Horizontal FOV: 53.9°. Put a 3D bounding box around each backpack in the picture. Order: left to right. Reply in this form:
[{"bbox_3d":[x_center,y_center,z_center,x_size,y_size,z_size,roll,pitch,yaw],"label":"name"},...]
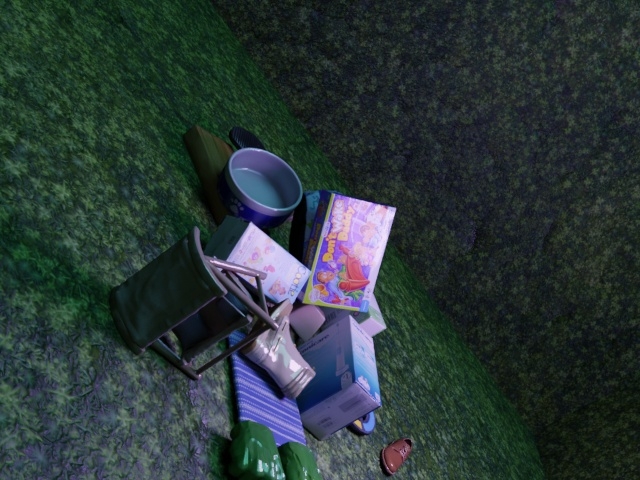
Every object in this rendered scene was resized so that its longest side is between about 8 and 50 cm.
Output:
[{"bbox_3d":[0.000,0.000,2.116,0.290,0.273,0.356,-91,172,-63],"label":"backpack"}]

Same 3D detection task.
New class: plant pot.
[{"bbox_3d":[-0.045,0.242,2.004,0.109,0.096,0.109,54,3,-11],"label":"plant pot"}]

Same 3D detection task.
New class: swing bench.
[{"bbox_3d":[-0.275,0.144,1.367,0.254,0.253,0.165,37,25,-43],"label":"swing bench"}]

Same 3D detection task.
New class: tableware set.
[{"bbox_3d":[-0.121,0.264,1.938,0.169,0.020,0.141,53,16,-3],"label":"tableware set"}]

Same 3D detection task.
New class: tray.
[{"bbox_3d":[-0.322,-0.193,2.151,0.202,0.076,0.411,25,36,-58],"label":"tray"}]

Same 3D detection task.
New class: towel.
[{"bbox_3d":[-0.144,0.400,1.623,0.243,0.040,0.336,39,22,-38],"label":"towel"}]

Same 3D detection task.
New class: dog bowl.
[{"bbox_3d":[-0.197,-0.169,2.034,0.264,0.104,0.265,22,43,-22],"label":"dog bowl"}]

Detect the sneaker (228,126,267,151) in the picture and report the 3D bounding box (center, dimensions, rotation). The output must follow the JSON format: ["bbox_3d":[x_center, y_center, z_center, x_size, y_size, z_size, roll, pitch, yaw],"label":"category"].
[{"bbox_3d":[-0.256,-0.285,2.379,0.330,0.146,0.123,45,37,-33],"label":"sneaker"}]

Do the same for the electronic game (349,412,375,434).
[{"bbox_3d":[0.104,0.515,2.022,0.229,0.048,0.229,47,19,-22],"label":"electronic game"}]

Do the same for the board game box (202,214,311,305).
[{"bbox_3d":[-0.185,0.067,1.839,0.142,0.144,0.275,14,-22,50],"label":"board game box"}]

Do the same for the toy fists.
[{"bbox_3d":[-0.099,0.520,1.419,0.279,0.096,0.142,40,13,-36],"label":"toy fists"}]

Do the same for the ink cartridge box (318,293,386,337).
[{"bbox_3d":[0.091,0.234,2.245,0.114,0.198,0.273,38,25,-43],"label":"ink cartridge box"}]

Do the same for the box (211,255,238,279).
[{"bbox_3d":[-0.285,0.118,1.660,0.101,0.087,0.102,48,19,-23],"label":"box"}]

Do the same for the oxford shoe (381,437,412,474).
[{"bbox_3d":[0.252,0.692,2.048,0.076,0.076,0.212,58,19,5],"label":"oxford shoe"}]

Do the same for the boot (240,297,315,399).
[{"bbox_3d":[-0.092,0.291,1.718,0.203,0.095,0.262,48,27,-9],"label":"boot"}]

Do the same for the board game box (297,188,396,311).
[{"bbox_3d":[0.076,0.036,1.963,0.233,0.348,0.078,11,9,-26],"label":"board game box"}]

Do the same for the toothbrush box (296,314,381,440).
[{"bbox_3d":[0.043,0.389,1.816,0.126,0.216,0.296,47,18,-25],"label":"toothbrush box"}]
